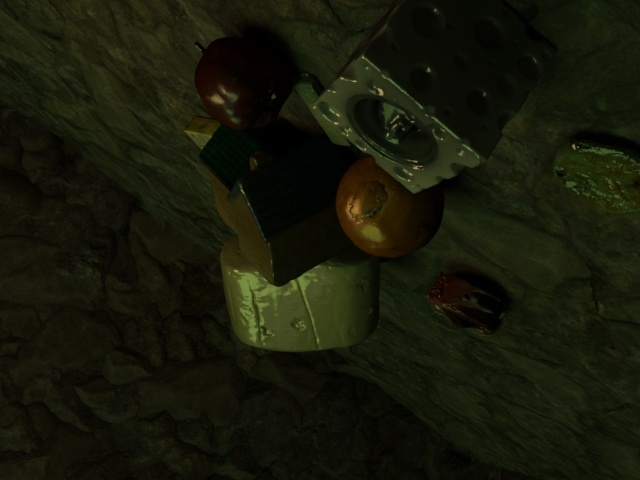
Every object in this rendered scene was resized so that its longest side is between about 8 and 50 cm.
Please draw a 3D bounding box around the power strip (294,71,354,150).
[{"bbox_3d":[0.017,-0.291,1.697,0.060,0.027,0.252,13,151,44],"label":"power strip"}]

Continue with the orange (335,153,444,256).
[{"bbox_3d":[0.156,-0.083,1.621,0.246,0.246,0.246,32,162,12],"label":"orange"}]

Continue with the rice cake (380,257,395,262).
[{"bbox_3d":[0.184,0.027,2.148,0.070,0.064,0.399,29,163,-9],"label":"rice cake"}]

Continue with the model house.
[{"bbox_3d":[-0.108,-0.152,1.888,0.382,0.335,0.342,39,150,39],"label":"model house"}]

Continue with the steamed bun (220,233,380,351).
[{"bbox_3d":[-0.051,0.107,2.135,0.456,0.290,0.371,-1,123,6],"label":"steamed bun"}]

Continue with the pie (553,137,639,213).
[{"bbox_3d":[0.495,-0.115,1.262,0.187,0.041,0.187,32,162,12],"label":"pie"}]

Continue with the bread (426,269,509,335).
[{"bbox_3d":[0.402,0.179,2.008,0.224,0.142,0.212,25,177,32],"label":"bread"}]

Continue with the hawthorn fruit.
[{"bbox_3d":[-0.191,-0.371,1.627,0.248,0.208,0.208,44,166,20],"label":"hawthorn fruit"}]

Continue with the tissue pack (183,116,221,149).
[{"bbox_3d":[-0.322,-0.316,2.193,0.176,0.062,0.095,16,156,45],"label":"tissue pack"}]

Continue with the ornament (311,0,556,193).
[{"bbox_3d":[0.173,-0.257,1.165,0.239,0.239,0.240,38,162,-10],"label":"ornament"}]
